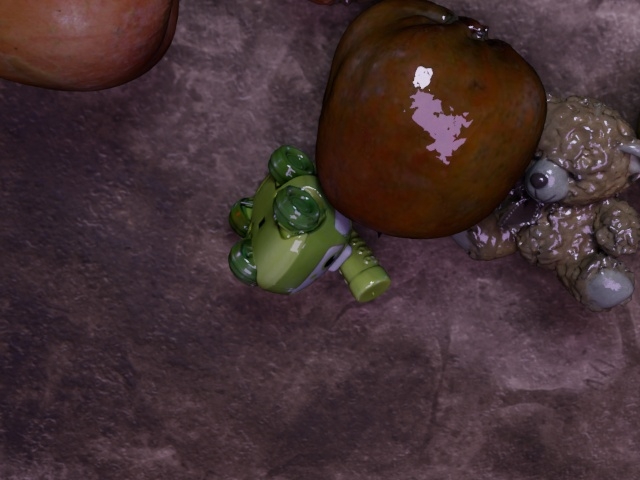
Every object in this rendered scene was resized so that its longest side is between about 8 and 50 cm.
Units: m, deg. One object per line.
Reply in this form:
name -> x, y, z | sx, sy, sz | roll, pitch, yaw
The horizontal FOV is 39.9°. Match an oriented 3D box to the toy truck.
toy truck -> -0.014, -0.015, 1.151 | 0.211, 0.187, 0.148 | 14, 130, -37

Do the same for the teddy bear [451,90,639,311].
teddy bear -> 0.317, -0.066, 1.143 | 0.267, 0.156, 0.256 | 27, 137, 23

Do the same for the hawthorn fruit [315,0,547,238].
hawthorn fruit -> 0.117, -0.122, 1.053 | 0.268, 0.268, 0.301 | 16, 114, -12

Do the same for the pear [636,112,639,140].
pear -> 0.539, -0.128, 1.087 | 0.284, 0.283, 0.283 | -2, 115, -4

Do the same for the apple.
apple -> -0.291, -0.321, 0.896 | 0.305, 0.338, 0.338 | 8, 114, -8

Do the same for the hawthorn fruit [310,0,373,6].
hawthorn fruit -> 0.035, -0.357, 1.025 | 0.149, 0.149, 0.189 | 22, 81, -14
